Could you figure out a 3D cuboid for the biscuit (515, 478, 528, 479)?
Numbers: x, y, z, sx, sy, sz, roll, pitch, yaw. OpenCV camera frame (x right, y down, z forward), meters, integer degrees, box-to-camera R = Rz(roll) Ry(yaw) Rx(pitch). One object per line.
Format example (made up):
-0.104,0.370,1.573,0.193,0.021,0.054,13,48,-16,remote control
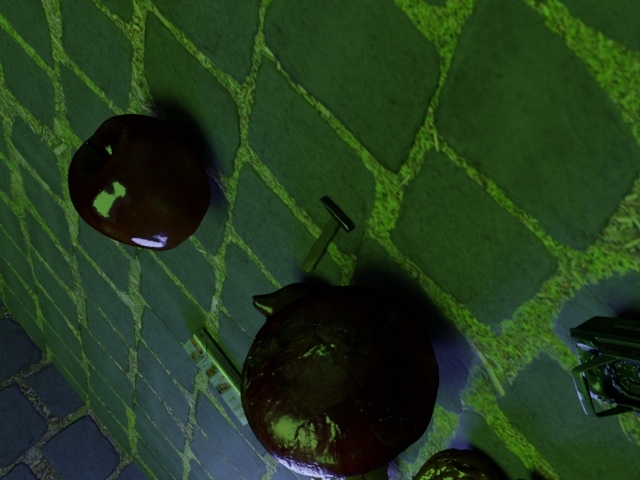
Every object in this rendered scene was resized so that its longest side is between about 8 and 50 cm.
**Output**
0.372,0.461,1.351,0.335,0.078,0.329,56,157,-3,biscuit

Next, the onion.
0.025,0.190,1.368,0.276,0.276,0.276,39,150,27,onion

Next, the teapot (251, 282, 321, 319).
-0.014,0.176,1.574,0.252,0.135,0.178,54,158,2,teapot

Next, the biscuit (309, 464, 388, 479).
0.037,0.374,1.775,0.213,0.091,0.274,50,152,14,biscuit

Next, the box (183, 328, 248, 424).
-0.209,0.295,2.152,0.220,0.032,0.122,52,154,3,box

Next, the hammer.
0.000,0.000,1.471,0.062,0.013,0.199,49,153,9,hammer

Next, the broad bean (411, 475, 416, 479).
0.211,0.487,1.685,0.227,0.039,0.069,55,160,-4,broad bean

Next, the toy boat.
0.346,0.136,0.969,0.246,0.103,0.093,9,129,52,toy boat

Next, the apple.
-0.297,-0.095,1.637,0.234,0.234,0.234,39,150,27,apple

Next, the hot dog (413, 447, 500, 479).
0.217,0.414,1.522,0.160,0.099,0.227,20,142,35,hot dog
